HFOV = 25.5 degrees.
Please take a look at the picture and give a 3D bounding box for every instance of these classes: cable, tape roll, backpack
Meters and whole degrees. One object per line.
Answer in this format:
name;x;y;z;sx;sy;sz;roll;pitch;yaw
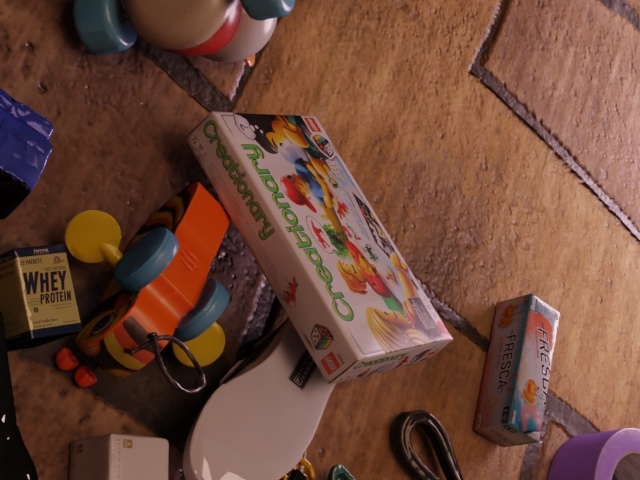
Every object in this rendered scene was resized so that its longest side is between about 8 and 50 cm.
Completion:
cable;0.172;0.323;1.667;0.287;0.072;0.139;39;71;-13
tape roll;0.380;0.340;1.817;0.189;0.080;0.189;15;67;-39
backpack;-0.316;-0.091;1.296;0.120;0.098;0.101;30;52;-18

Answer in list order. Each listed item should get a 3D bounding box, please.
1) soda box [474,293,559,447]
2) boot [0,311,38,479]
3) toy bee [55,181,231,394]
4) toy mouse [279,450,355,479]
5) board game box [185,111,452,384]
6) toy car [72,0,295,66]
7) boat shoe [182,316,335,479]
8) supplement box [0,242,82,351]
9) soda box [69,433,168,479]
soda box;0.245;0.161;1.756;0.058;0.063;0.183;32;58;-31
boot;-0.347;0.170;1.183;0.246;0.094;0.207;-19;94;-51
toy bee;-0.184;0.060;1.355;0.195;0.162;0.298;57;22;-4
toy mouse;0.000;0.297;1.511;0.143;0.031;0.161;39;54;-27
board game box;0.000;0.000;1.492;0.193;0.053;0.305;-6;60;-56
toy car;-0.115;-0.277;1.503;0.238;0.219;0.210;28;54;-68
boat shoe;-0.060;0.166;1.443;0.108;0.102;0.301;41;43;-6
supplement box;-0.271;0.054;1.298;0.056;0.083;0.083;-7;81;-45
soda box;-0.188;0.291;1.310;0.069;0.074;0.216;12;70;-40
